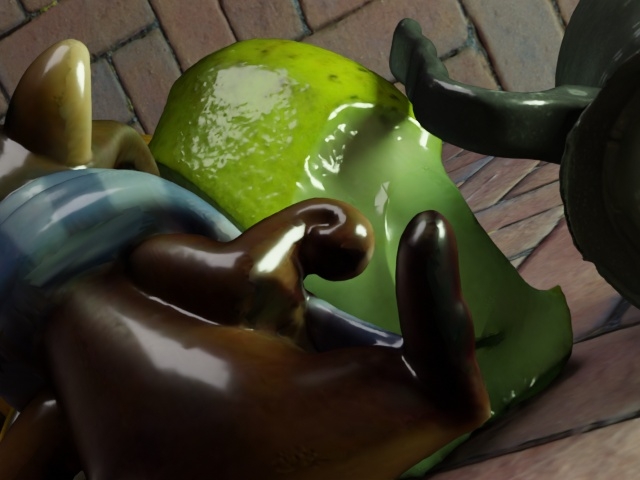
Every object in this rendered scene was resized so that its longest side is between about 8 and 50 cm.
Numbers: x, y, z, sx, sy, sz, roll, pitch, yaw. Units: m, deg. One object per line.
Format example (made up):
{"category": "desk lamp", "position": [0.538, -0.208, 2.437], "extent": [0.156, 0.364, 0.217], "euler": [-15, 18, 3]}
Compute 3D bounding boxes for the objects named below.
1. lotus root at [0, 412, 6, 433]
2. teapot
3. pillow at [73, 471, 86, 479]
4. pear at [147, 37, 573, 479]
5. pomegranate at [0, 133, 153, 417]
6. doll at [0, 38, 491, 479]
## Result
{"category": "lotus root", "position": [-0.349, 0.134, 1.307], "extent": [0.179, 0.196, 0.397], "euler": [-36, -10, -25]}
{"category": "teapot", "position": [0.208, -0.086, 0.764], "extent": [0.223, 0.305, 0.285], "euler": [-50, 3, 25]}
{"category": "pillow", "position": [-0.138, 0.152, 0.869], "extent": [0.130, 0.038, 0.233], "euler": [-30, 36, 17]}
{"category": "pear", "position": [0.000, 0.000, 0.873], "extent": [0.176, 0.282, 0.286], "euler": [-37, 11, -24]}
{"category": "pomegranate", "position": [-0.148, 0.050, 1.096], "extent": [0.307, 0.307, 0.307], "euler": [-26, 6, 3]}
{"category": "doll", "position": [-0.082, 0.066, 0.681], "extent": [0.209, 0.340, 0.318], "euler": [15, -69, -49]}
